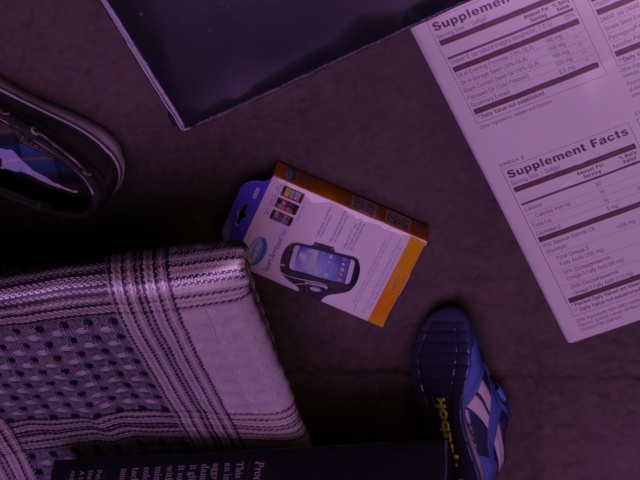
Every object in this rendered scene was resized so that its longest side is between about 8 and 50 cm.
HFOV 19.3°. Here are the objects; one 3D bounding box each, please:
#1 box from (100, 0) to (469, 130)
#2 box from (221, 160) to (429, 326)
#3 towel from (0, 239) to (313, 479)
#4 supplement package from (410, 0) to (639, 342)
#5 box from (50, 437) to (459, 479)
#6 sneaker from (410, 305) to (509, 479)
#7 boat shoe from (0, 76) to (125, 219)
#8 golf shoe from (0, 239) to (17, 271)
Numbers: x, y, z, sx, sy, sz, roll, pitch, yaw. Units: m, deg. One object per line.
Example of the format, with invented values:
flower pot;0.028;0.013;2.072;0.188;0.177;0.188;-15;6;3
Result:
box;0.048;-0.260;1.036;0.343;0.312;0.179;-24;113;18
box;0.000;0.000;1.348;0.136;0.028;0.081;25;119;-4
towel;-0.169;0.124;1.343;0.312;0.056;0.324;-7;143;7
supplement package;0.190;-0.119;1.159;0.198;0.199;0.263;-21;114;18
box;-0.028;0.299;1.382;0.294;0.183;0.296;-3;141;10
sneaker;0.106;0.115;1.387;0.053;0.059;0.144;4;107;40
boat shoe;-0.249;-0.073;1.309;0.228;0.076;0.080;26;118;-7
golf shoe;-0.268;0.013;1.304;0.077;0.094;0.198;11;151;23
